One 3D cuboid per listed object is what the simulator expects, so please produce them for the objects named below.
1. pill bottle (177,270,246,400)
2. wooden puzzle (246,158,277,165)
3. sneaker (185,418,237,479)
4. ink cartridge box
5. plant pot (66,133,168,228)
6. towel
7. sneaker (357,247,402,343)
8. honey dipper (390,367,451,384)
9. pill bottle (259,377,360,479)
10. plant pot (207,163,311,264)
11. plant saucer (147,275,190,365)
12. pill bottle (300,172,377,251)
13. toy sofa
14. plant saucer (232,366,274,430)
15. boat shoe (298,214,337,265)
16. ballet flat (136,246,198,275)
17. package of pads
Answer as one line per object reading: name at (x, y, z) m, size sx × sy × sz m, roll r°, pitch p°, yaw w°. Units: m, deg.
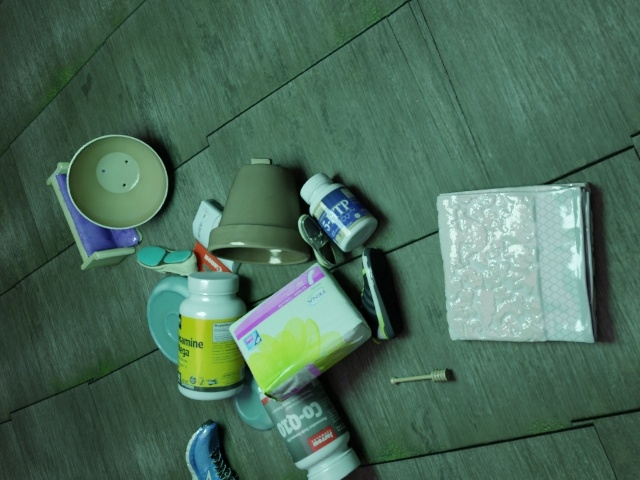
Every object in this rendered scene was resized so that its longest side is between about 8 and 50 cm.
pill bottle at (-0.305, 0.262, 1.636) m, size 0.188 × 0.188 × 0.333 m, roll 6°, pitch 97°, yaw 34°
wooden puzzle at (-0.165, -0.190, 1.608) m, size 0.116 × 0.014 × 0.078 m, roll 15°, pitch 109°, yaw 33°
sneaker at (-0.319, 0.705, 1.782) m, size 0.147 × 0.130 × 0.329 m, roll 4°, pitch 105°, yaw 23°
ink cartridge box at (-0.313, 0.024, 1.714) m, size 0.189 × 0.066 × 0.232 m, roll 38°, pitch 112°, yaw 25°
plant pot at (-0.628, -0.197, 1.801) m, size 0.191 × 0.284 × 0.283 m, roll -139°, pitch 56°, yaw -64°
towel at (0.405, 0.053, 1.220) m, size 0.317 × 0.053 × 0.331 m, roll -3°, pitch 93°, yaw 35°
sneaker at (0.122, 0.137, 1.407) m, size 0.097 × 0.084 × 0.234 m, roll -14°, pitch 88°, yaw 36°
honey dipper at (0.234, 0.330, 1.389) m, size 0.161 × 0.030 × 0.030 m, roll -18°, pitch 86°, yaw 36°
pill bottle at (-0.025, 0.487, 1.508) m, size 0.161 × 0.161 × 0.283 m, roll -41°, pitch 73°, yaw 31°
plant pot at (-0.151, -0.068, 1.494) m, size 0.263 × 0.263 × 0.229 m, roll -7°, pitch 75°, yaw 35°
plant saucer at (-0.438, 0.266, 1.814) m, size 0.318 × 0.044 × 0.317 m, roll 10°, pitch 108°, yaw 31°
pill bottle at (0.040, -0.073, 1.420) m, size 0.186 × 0.112 × 0.112 m, roll 48°, pitch 120°, yaw 20°
toy sofa at (-0.761, -0.099, 1.950) m, size 0.177 × 0.150 × 0.362 m, roll -34°, pitch 77°, yaw 34°
plant saucer at (-0.200, 0.472, 1.705) m, size 0.195 × 0.037 × 0.194 m, roll 6°, pitch 100°, yaw 35°
boat shoe at (0.000, 0.000, 1.412) m, size 0.049 × 0.056 × 0.152 m, roll 6°, pitch 136°, yaw 51°
ballet flat at (-0.477, 0.073, 1.819) m, size 0.249 × 0.086 × 0.086 m, roll 5°, pitch 99°, yaw 36°
package of pads at (-0.050, 0.225, 1.418) m, size 0.297 × 0.101 × 0.229 m, roll -37°, pitch 53°, yaw 0°
